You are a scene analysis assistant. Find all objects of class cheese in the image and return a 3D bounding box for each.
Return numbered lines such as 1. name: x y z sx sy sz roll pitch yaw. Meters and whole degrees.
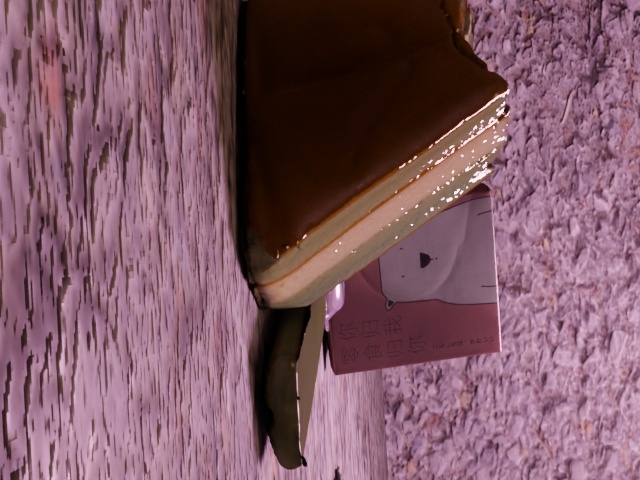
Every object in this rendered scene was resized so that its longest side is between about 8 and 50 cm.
1. cheese: 0.000 0.000 1.204 0.105 0.042 0.191 22 62 -86

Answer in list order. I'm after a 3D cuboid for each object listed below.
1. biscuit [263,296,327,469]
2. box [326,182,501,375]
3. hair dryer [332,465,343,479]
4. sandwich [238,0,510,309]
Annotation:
1. biscuit: -0.017 0.080 0.985 0.322 0.038 0.099 -81 171 -72
2. box: 0.106 0.044 1.414 0.086 0.215 0.215 -113 -164 -74
3. hair dryer: 0.036 0.400 1.190 0.173 0.107 0.357 79 0 -59
4. sandwich: 0.046 -0.070 0.885 0.155 0.198 0.227 76 12 -67
